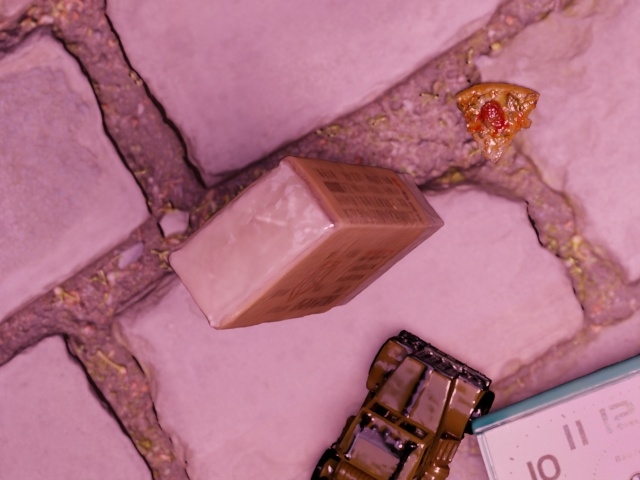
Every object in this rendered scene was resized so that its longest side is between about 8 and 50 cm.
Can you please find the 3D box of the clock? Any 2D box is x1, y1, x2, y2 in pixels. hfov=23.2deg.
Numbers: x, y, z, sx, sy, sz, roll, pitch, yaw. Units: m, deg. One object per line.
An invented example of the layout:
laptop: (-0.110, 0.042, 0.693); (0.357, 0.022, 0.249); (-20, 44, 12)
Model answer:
clock: (0.299, 0.228, 1.419); (0.262, 0.116, 0.231); (-23, 72, 15)

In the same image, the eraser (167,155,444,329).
eraser: (0.000, 0.000, 1.386); (0.144, 0.343, 0.078); (-39, 78, 15)

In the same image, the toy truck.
toy truck: (0.058, 0.220, 1.490); (0.127, 0.127, 0.257); (29, 96, 16)

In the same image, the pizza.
pizza: (0.169, -0.113, 1.497); (0.083, 0.025, 0.078); (-2, 88, 16)
